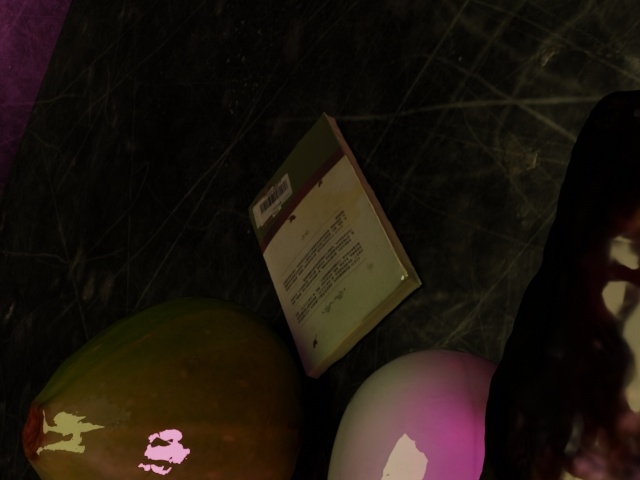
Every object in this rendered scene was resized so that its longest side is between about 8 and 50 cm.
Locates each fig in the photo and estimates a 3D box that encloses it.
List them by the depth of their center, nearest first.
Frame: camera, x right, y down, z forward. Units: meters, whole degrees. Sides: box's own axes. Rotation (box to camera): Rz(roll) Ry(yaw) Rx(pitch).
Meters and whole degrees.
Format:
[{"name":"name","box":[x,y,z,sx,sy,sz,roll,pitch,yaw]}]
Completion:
[{"name":"fig","box":[-0.180,0.207,0.838,0.316,0.316,0.316,-18,66,45]}]

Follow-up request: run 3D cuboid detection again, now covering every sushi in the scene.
[{"name":"sushi","box":[0.255,0.065,0.412,0.299,0.281,0.294,22,101,43]}]

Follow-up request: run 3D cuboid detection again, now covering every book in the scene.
[{"name":"book","box":[0.000,0.000,0.916,0.201,0.026,0.289,-47,48,30]}]

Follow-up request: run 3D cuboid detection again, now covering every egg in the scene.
[{"name":"egg","box":[0.098,0.228,0.612,0.196,0.196,0.271,19,104,50]}]
